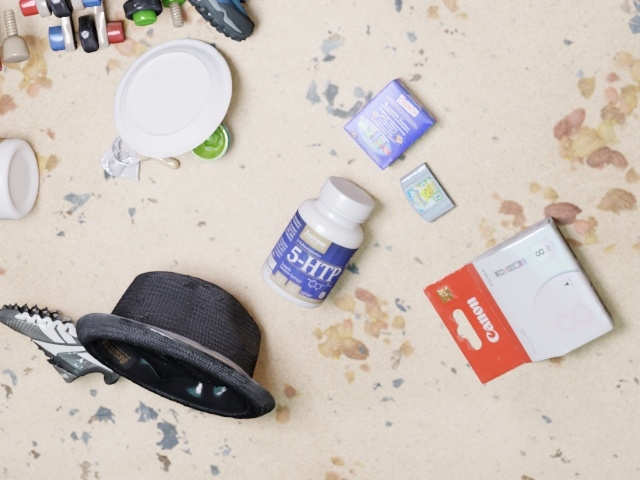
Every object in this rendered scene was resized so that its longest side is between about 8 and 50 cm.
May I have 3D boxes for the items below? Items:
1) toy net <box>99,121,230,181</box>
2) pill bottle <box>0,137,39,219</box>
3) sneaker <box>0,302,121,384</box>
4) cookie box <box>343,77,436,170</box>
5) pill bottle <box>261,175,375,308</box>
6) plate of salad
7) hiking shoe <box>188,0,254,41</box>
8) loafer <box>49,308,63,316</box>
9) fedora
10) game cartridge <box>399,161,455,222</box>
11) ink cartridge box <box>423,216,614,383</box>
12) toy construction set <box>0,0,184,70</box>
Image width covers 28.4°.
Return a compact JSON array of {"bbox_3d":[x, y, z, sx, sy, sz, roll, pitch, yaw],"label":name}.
[{"bbox_3d":[-0.254,-0.163,1.985,0.232,0.045,0.122,-16,100,17],"label":"toy net"},{"bbox_3d":[-0.582,-0.101,2.031,0.229,0.131,0.131,2,105,12],"label":"pill bottle"},{"bbox_3d":[-0.417,0.175,2.053,0.234,0.078,0.106,19,91,-15],"label":"sneaker"},{"bbox_3d":[0.105,-0.175,1.900,0.107,0.040,0.092,-42,92,19],"label":"cookie box"},{"bbox_3d":[0.000,0.000,1.933,0.112,0.112,0.187,33,109,3],"label":"pill bottle"},{"bbox_3d":[-0.223,-0.215,1.936,0.199,0.048,0.200,-7,70,19],"label":"plate of salad"},{"bbox_3d":[-0.169,-0.437,1.860,0.132,0.113,0.304,-35,107,-5],"label":"hiking shoe"},{"bbox_3d":[-0.425,0.172,2.120,0.045,0.039,0.125,-6,102,48],"label":"loafer"},{"bbox_3d":[-0.205,0.149,1.969,0.334,0.334,0.153,17,68,8],"label":"fedora"},{"bbox_3d":[0.160,-0.071,1.928,0.056,0.017,0.083,-35,94,22],"label":"game cartridge"},{"bbox_3d":[0.298,0.101,1.921,0.232,0.066,0.189,-31,96,14],"label":"ink cartridge box"},{"bbox_3d":[-0.408,-0.408,1.891,0.308,0.257,0.237,-15,83,24],"label":"toy construction set"}]
